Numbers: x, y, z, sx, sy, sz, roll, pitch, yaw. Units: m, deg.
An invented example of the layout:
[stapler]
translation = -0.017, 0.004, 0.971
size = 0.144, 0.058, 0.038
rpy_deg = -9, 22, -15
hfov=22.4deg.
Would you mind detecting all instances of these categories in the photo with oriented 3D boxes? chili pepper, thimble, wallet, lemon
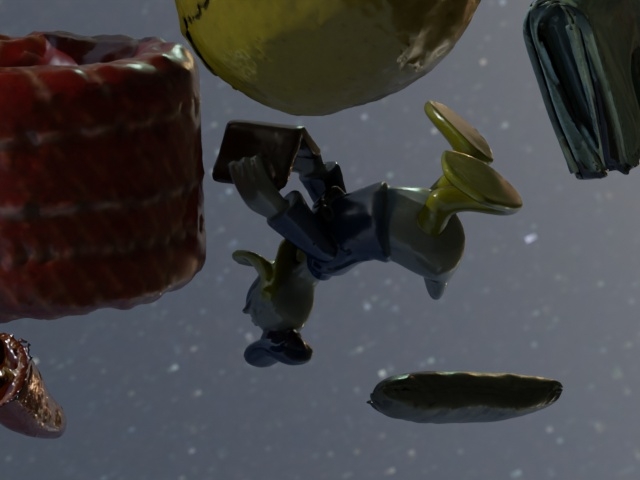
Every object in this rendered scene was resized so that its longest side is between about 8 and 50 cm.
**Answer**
[chili pepper]
translation = -0.310, 0.173, 1.724
size = 0.169, 0.065, 0.088
rpy_deg = 65, -147, -58
[thimble]
translation = -0.275, -0.069, 1.509
size = 0.350, 0.350, 0.230
rpy_deg = -26, -61, -62
[wallet]
translation = 0.246, -0.174, 1.414
size = 0.176, 0.075, 0.250
rpy_deg = 69, -153, -21
[lemon]
translation = 0.003, -0.190, 1.109
size = 0.204, 0.260, 0.204
rpy_deg = 9, -103, -44

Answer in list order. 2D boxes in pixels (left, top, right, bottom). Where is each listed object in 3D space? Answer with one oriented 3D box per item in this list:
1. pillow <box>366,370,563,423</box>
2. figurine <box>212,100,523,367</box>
[pillow]
translation = 0.134, 0.159, 1.626
size = 0.241, 0.093, 0.051
rpy_deg = 2, -105, -36
[figurine]
translation = 0.000, 0.000, 1.645
size = 0.283, 0.338, 0.204
rpy_deg = 31, -157, -7
